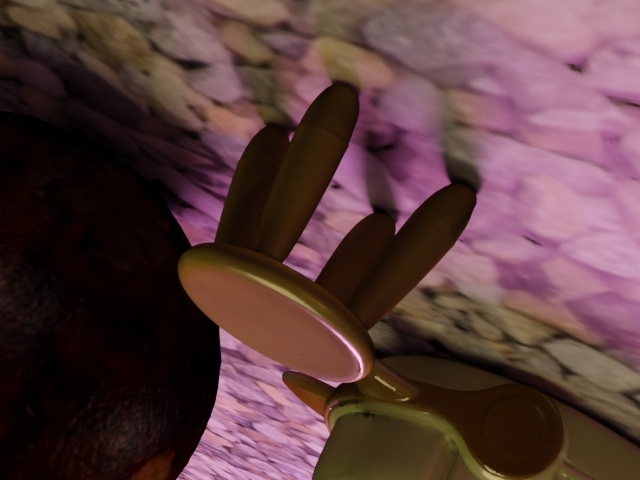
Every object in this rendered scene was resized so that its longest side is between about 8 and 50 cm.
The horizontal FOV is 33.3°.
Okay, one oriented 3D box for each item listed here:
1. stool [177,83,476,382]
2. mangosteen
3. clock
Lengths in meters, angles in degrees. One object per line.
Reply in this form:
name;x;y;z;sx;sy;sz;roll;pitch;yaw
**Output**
stool;0.000;0.000;0.554;0.134;0.110;0.135;18;153;25
mangosteen;-0.236;0.086;0.717;0.306;0.306;0.359;37;117;-15
clock;0.125;0.203;0.804;0.348;0.117;0.286;35;156;-10
